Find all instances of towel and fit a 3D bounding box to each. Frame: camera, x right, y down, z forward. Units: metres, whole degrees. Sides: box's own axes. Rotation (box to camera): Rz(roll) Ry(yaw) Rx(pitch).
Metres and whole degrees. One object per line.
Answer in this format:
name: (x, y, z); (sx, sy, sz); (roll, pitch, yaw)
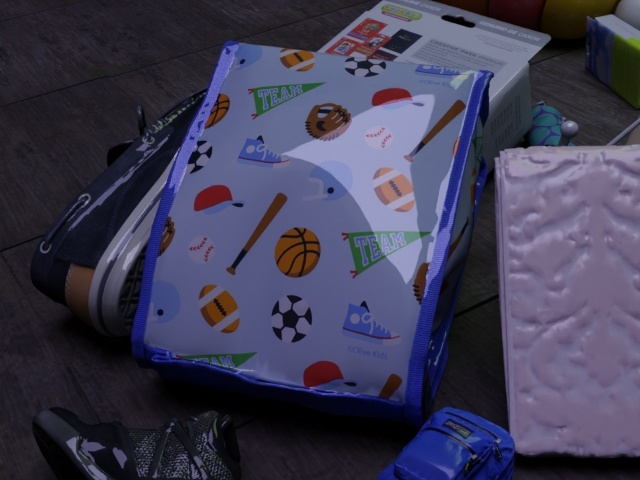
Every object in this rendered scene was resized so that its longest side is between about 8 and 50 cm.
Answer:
towel: (0.344, 0.054, 0.834); (0.332, 0.053, 0.316); (-1, 76, 8)

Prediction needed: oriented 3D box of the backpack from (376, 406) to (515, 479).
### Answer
backpack: (0.121, 0.206, 0.758); (0.098, 0.101, 0.120); (28, 42, 29)

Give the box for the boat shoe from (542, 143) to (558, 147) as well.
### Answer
boat shoe: (0.399, -0.052, 1.099); (0.285, 0.092, 0.103); (26, 46, 38)

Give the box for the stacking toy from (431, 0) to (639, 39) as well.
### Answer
stacking toy: (0.463, -0.497, 1.635); (0.480, 0.350, 0.351); (37, 49, 20)

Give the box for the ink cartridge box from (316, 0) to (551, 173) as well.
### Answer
ink cartridge box: (0.153, -0.227, 1.287); (0.309, 0.130, 0.272); (29, 62, 34)

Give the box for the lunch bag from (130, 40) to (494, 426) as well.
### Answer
lunch bag: (0.000, 0.000, 0.946); (0.328, 0.239, 0.385); (8, 59, 16)

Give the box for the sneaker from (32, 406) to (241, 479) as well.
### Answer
sneaker: (-0.165, 0.207, 0.810); (0.228, 0.087, 0.130); (20, 40, 28)

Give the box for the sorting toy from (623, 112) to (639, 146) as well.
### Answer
sorting toy: (0.563, -0.168, 1.241); (0.196, 0.047, 0.347); (12, 57, 39)

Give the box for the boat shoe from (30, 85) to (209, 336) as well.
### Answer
boat shoe: (-0.198, -0.086, 1.119); (0.156, 0.186, 0.500); (14, 48, 18)

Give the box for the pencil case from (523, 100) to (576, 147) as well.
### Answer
pencil case: (0.349, -0.147, 1.270); (0.070, 0.064, 0.151); (-21, 33, 12)

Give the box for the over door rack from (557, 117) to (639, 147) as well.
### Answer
over door rack: (0.393, -0.065, 0.977); (0.324, 0.108, 0.239); (-33, 49, 7)

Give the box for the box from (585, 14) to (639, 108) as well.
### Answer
box: (0.514, -0.310, 1.445); (0.043, 0.109, 0.178); (-14, 35, -6)
